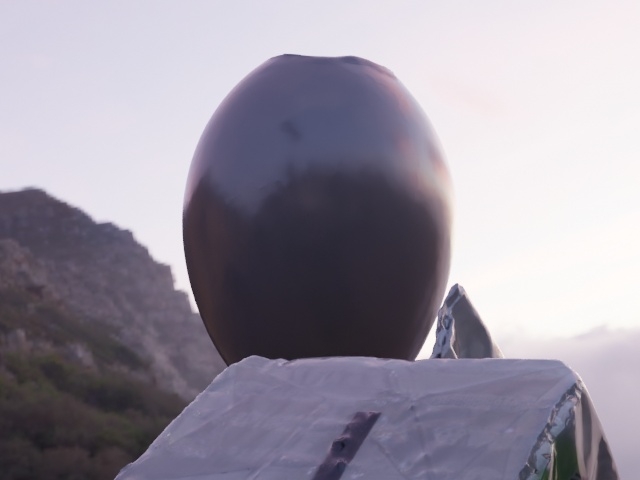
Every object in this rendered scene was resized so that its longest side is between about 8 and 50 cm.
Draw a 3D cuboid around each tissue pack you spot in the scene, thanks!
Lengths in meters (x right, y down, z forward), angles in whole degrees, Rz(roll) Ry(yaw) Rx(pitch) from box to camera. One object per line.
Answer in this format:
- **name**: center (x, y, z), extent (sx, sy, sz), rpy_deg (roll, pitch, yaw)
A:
- **tissue pack**: center (0.055, 0.145, 0.413), extent (0.159, 0.229, 0.145), rpy_deg (-3, 31, 38)

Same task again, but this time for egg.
- **egg**: center (0.000, 0.000, 0.676), extent (0.176, 0.232, 0.176), rpy_deg (-4, -2, 0)
